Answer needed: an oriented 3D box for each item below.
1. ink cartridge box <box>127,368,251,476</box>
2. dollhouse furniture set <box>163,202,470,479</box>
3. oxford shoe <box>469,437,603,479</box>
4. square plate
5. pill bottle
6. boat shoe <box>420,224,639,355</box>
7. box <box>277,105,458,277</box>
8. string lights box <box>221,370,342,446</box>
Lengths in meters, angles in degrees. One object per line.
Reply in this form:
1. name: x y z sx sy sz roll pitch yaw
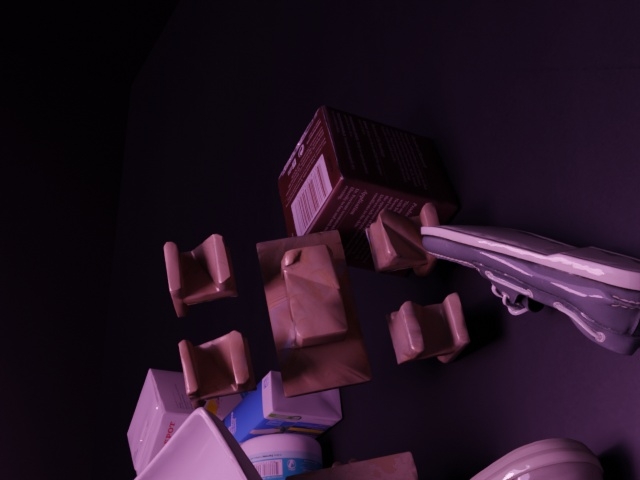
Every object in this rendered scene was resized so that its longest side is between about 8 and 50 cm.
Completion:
1. ink cartridge box: -0.245 0.381 1.635 0.168 0.233 0.171 47 121 59
2. dollhouse furniture set: 0.003 0.189 1.115 0.256 0.362 0.394 100 159 -68
3. oxford shoe: 0.156 0.389 0.918 0.449 0.169 0.130 -52 36 34
4. square plate: -0.105 0.405 0.980 0.344 0.049 0.347 53 134 13
5. pill bottle: -0.064 0.463 1.337 0.146 0.146 0.264 -43 42 49
6. boat shoe: 0.232 0.045 0.933 0.319 0.116 0.099 17 106 49
7. box: 0.066 -0.071 1.243 0.168 0.203 0.167 -56 33 36
8. string lights box: -0.083 0.327 1.447 0.259 0.133 0.076 -50 36 44
